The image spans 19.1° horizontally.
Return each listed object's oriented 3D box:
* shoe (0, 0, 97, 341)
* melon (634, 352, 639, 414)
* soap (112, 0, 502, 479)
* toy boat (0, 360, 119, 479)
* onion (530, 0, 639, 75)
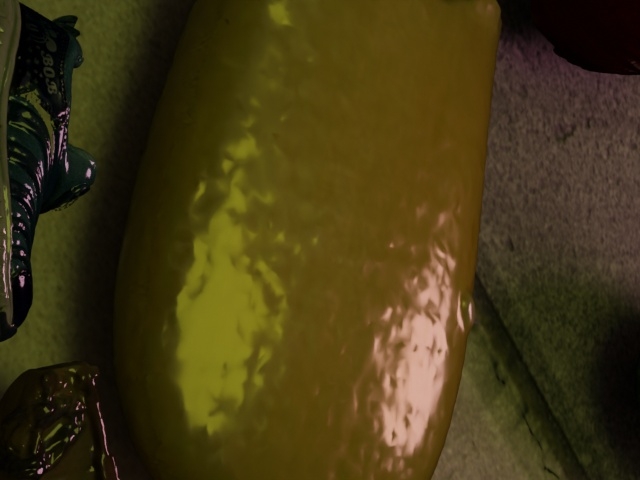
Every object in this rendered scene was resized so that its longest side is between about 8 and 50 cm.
[{"bbox_3d":[-0.174,-0.042,1.079,0.106,0.091,0.207,16,69,-40],"label":"shoe"},{"bbox_3d":[0.378,0.137,1.602,0.287,0.182,0.182,26,66,-41],"label":"melon"},{"bbox_3d":[-0.002,0.000,1.250,0.306,0.115,0.427,33,62,-45],"label":"soap"},{"bbox_3d":[-0.132,0.229,1.070,0.089,0.121,0.321,-5,88,-43],"label":"toy boat"},{"bbox_3d":[0.312,-0.285,1.502,0.341,0.341,0.341,9,78,-47],"label":"onion"}]
